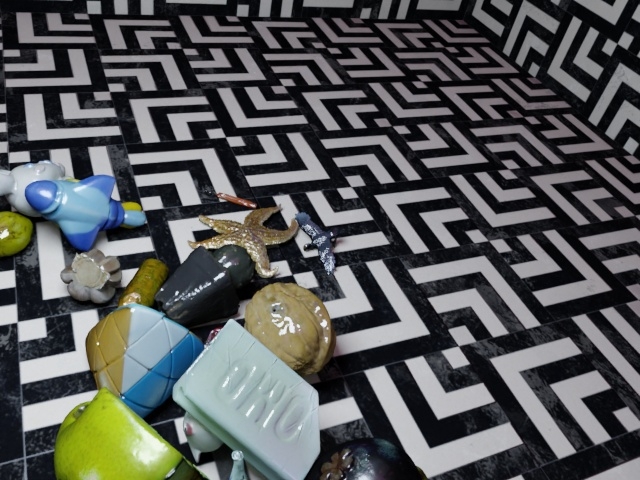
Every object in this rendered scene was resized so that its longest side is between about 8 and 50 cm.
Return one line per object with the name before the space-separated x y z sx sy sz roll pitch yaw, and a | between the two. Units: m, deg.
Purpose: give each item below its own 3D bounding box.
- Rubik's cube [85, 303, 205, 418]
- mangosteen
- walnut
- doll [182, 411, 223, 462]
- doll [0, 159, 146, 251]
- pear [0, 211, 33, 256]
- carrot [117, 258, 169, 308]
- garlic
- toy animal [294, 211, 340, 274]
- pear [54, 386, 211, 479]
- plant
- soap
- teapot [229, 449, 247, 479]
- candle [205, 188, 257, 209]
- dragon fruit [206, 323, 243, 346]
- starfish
Rubik's cube | -0.346 0.208 1.189 0.254 0.254 0.254 8 42 -7
mangosteen | 0.095 0.475 1.034 0.242 0.243 0.243 8 42 -7
walnut | -0.070 0.201 1.294 0.198 0.198 0.245 -19 50 -32
doll | -0.197 0.347 1.158 0.180 0.110 0.107 -28 27 -31
doll | -0.645 -0.116 1.452 0.365 0.187 0.376 22 29 3
pear | -0.771 -0.016 1.408 0.107 0.107 0.131 27 34 15
carrot | -0.424 0.121 1.371 0.082 0.082 0.173 13 34 0
garlic | -0.540 0.073 1.380 0.131 0.127 0.194 26 13 -13
toy animal | 0.000 0.000 1.628 0.108 0.062 0.220 -13 59 -27
pear | -0.347 0.383 0.976 0.281 0.286 0.176 34 65 21
plant | -0.265 0.109 1.370 0.256 0.164 0.142 -38 57 -24
soap | -0.121 0.309 1.092 0.289 0.095 0.173 42 55 -4
teapot | -0.123 0.491 0.992 0.159 0.159 0.232 -7 45 -22
candle | -0.268 -0.124 1.726 0.167 0.021 0.026 17 15 6
dragon fruit | -0.210 0.258 1.273 0.102 0.096 0.147 2 84 -19
starfish | -0.211 -0.023 1.602 0.302 0.060 0.299 6 44 -8
